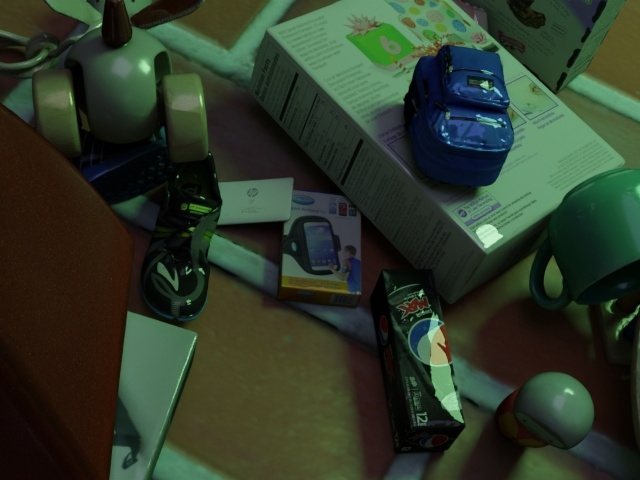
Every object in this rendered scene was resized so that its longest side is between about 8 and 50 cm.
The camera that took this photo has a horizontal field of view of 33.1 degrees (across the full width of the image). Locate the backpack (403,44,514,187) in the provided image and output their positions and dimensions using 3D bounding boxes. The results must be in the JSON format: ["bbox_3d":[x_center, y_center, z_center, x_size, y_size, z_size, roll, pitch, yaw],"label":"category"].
[{"bbox_3d":[0.130,-0.117,1.012,0.098,0.101,0.120,5,54,-6],"label":"backpack"}]

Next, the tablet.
[{"bbox_3d":[-0.069,-0.040,1.094,0.083,0.006,0.054,-3,55,11],"label":"tablet"}]

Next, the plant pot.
[{"bbox_3d":[-0.308,0.037,0.824,0.267,0.236,0.267,-4,52,3],"label":"plant pot"}]

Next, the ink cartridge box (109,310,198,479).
[{"bbox_3d":[-0.257,0.167,0.903,0.239,0.060,0.275,18,55,-2],"label":"ink cartridge box"}]

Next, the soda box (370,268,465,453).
[{"bbox_3d":[0.089,0.111,1.012,0.053,0.060,0.169,0,57,-13],"label":"soda box"}]

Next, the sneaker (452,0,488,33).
[{"bbox_3d":[0.154,-0.273,1.287,0.070,0.051,0.134,-18,68,-20],"label":"sneaker"}]

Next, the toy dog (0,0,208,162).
[{"bbox_3d":[-0.203,-0.207,1.042,0.220,0.161,0.333,-15,41,-27],"label":"toy dog"}]

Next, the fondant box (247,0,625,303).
[{"bbox_3d":[0.120,-0.122,1.139,0.238,0.096,0.330,-29,68,-35],"label":"fondant box"}]

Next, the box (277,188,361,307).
[{"bbox_3d":[0.000,0.000,1.087,0.081,0.028,0.136,6,57,-8],"label":"box"}]

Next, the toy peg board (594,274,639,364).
[{"bbox_3d":[0.369,0.042,1.107,0.161,0.079,0.160,3,56,-10],"label":"toy peg board"}]

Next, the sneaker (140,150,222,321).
[{"bbox_3d":[-0.132,-0.009,1.033,0.067,0.078,0.188,9,58,-7],"label":"sneaker"}]

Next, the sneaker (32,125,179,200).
[{"bbox_3d":[-0.235,-0.081,1.058,0.232,0.081,0.090,-25,70,-25],"label":"sneaker"}]

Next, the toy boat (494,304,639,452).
[{"bbox_3d":[0.318,0.149,0.964,0.318,0.148,0.267,-3,77,-7],"label":"toy boat"}]

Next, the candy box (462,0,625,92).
[{"bbox_3d":[0.262,-0.296,1.236,0.165,0.196,0.070,42,58,16],"label":"candy box"}]

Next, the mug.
[{"bbox_3d":[0.271,-0.005,1.024,0.158,0.129,0.097,-20,70,0],"label":"mug"}]
